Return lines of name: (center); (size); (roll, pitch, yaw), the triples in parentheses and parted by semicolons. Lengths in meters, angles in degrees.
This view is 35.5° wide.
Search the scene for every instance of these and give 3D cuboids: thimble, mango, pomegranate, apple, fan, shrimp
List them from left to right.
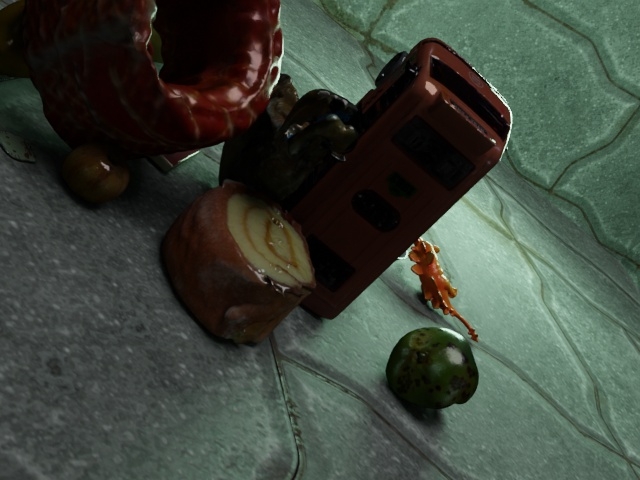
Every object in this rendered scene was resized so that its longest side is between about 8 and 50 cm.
fan: (-0.395, -0.122, 1.257); (0.083, 0.004, 0.056); (17, 32, -52)
mango: (-0.398, -0.288, 1.425); (0.139, 0.113, 0.253); (17, 22, 6)
apple: (-0.291, -0.087, 1.296); (0.084, 0.071, 0.084); (38, 28, -24)
thimble: (-0.222, -0.283, 1.368); (0.350, 0.231, 0.350); (12, 76, -55)
shrimp: (-0.058, -0.151, 1.477); (0.110, 0.221, 0.446); (13, -7, -23)
pomegranate: (0.189, 0.200, 1.581); (0.143, 0.122, 0.169); (21, 2, 42)

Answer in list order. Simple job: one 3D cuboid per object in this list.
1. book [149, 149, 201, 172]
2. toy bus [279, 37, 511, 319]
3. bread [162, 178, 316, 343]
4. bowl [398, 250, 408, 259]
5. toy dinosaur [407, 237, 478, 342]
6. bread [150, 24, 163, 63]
book: (-0.301, -0.206, 1.602); (0.232, 0.022, 0.162); (43, 17, -3)
toy bus: (0.089, -0.093, 1.537); (0.203, 0.427, 0.233); (39, 22, -15)
bread: (-0.105, 0.033, 1.336); (0.190, 0.123, 0.244); (31, 22, -28)
bowl: (0.066, -0.009, 1.835); (0.189, 0.086, 0.189); (38, 22, -18)
toy dinosaur: (0.226, 0.081, 1.991); (0.288, 0.070, 0.117); (63, 17, 14)
bread: (-0.299, -0.415, 1.859); (0.156, 0.158, 0.261); (50, 22, 9)
